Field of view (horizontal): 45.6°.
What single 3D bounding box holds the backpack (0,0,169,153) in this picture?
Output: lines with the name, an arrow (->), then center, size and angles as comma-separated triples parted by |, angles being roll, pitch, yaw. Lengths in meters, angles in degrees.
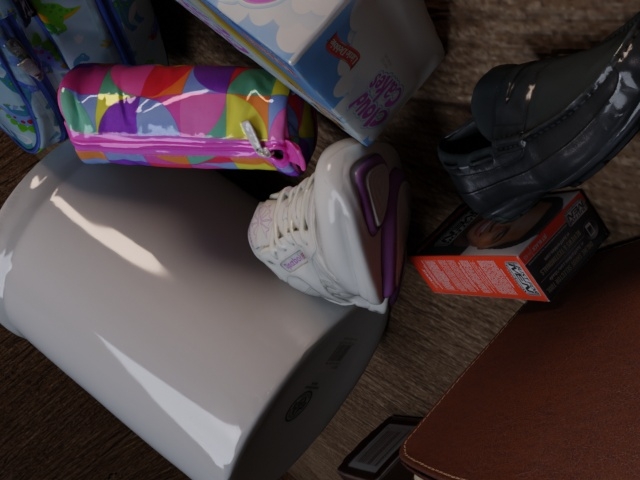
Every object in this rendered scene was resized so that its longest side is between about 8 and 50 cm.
backpack -> -0.296, -0.261, 0.766 | 0.290, 0.273, 0.355 | 32, 170, 26

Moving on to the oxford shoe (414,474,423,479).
oxford shoe -> 0.238, 0.306, 0.780 | 0.397, 0.146, 0.140 | 48, 170, -15

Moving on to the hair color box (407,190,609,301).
hair color box -> 0.133, 0.005, 0.566 | 0.043, 0.072, 0.141 | 53, 160, -15

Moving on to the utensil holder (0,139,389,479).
utensil holder -> -0.158, 0.086, 0.939 | 0.386, 0.327, 0.327 | 35, 158, 20

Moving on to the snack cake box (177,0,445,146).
snack cake box -> -0.056, -0.187, 0.498 | 0.264, 0.089, 0.152 | 41, -177, 21

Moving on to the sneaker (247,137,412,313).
sneaker -> 0.000, 0.000, 0.659 | 0.152, 0.114, 0.305 | 10, 163, 7

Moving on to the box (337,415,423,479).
box -> 0.218, 0.449, 1.153 | 0.381, 0.143, 0.191 | 50, 161, -2

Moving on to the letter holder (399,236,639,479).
letter holder -> 0.196, 0.106, 0.405 | 0.152, 0.214, 0.302 | 48, 161, 0

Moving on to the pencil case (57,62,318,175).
pencil case -> -0.117, -0.112, 0.693 | 0.237, 0.104, 0.104 | 4, 144, 15

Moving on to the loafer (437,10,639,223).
loafer -> 0.122, -0.069, 0.437 | 0.078, 0.076, 0.223 | 40, 164, 1
